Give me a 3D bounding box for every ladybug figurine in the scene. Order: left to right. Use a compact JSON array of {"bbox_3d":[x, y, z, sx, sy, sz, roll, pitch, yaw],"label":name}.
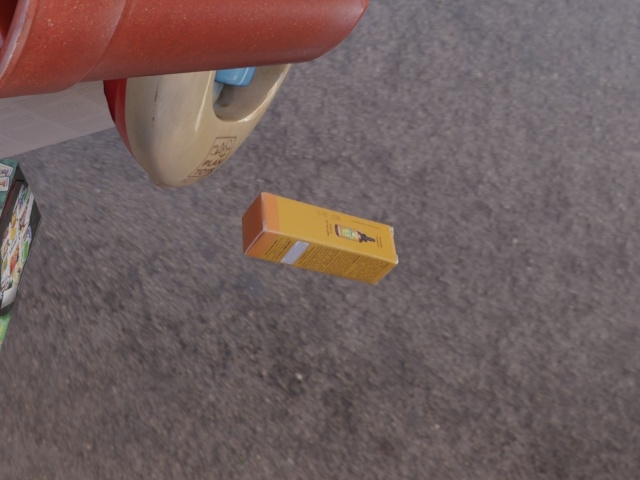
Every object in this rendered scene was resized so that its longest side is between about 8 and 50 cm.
[{"bbox_3d":[-0.122,-0.270,1.217,0.162,0.305,0.449,29,105,15],"label":"ladybug figurine"}]

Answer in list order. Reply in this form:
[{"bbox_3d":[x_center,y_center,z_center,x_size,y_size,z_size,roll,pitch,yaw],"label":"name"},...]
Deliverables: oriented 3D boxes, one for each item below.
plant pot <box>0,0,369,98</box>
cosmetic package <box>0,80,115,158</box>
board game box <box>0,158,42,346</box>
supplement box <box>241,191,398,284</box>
[{"bbox_3d":[-0.114,-0.217,0.695,0.265,0.272,0.272,-6,99,-38],"label":"plant pot"},{"bbox_3d":[-0.402,-0.217,1.485,0.377,0.284,0.097,-14,81,14],"label":"cosmetic package"},{"bbox_3d":[-0.368,0.053,1.189,0.030,0.136,0.259,10,62,1],"label":"board game box"},{"bbox_3d":[0.000,0.000,1.640,0.233,0.080,0.078,13,50,-24],"label":"supplement box"}]
